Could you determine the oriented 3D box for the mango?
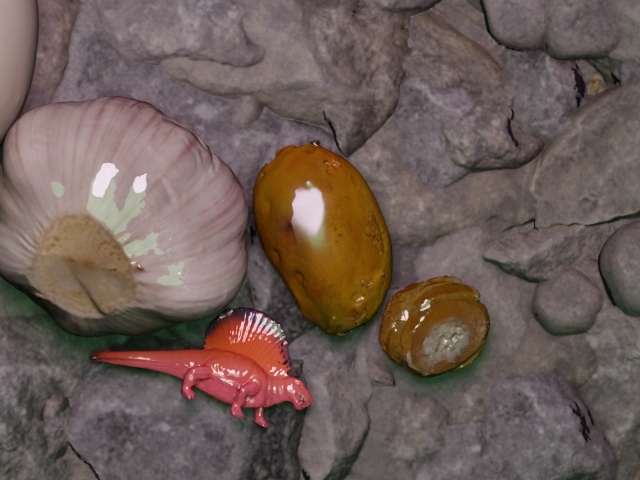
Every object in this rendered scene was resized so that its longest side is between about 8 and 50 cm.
[{"bbox_3d":[0.000,0.000,1.501,0.156,0.151,0.248,-13,102,28],"label":"mango"}]

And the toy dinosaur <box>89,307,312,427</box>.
[{"bbox_3d":[-0.138,0.140,1.536,0.286,0.070,0.138,21,81,-2],"label":"toy dinosaur"}]

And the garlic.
[{"bbox_3d":[-0.234,-0.023,1.426,0.318,0.259,0.317,5,129,6],"label":"garlic"}]

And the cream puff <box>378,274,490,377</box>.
[{"bbox_3d":[0.139,0.107,1.522,0.144,0.103,0.126,-24,118,-18],"label":"cream puff"}]

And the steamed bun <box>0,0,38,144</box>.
[{"bbox_3d":[-0.475,-0.241,1.354,0.334,0.334,0.373,3,92,-4],"label":"steamed bun"}]
